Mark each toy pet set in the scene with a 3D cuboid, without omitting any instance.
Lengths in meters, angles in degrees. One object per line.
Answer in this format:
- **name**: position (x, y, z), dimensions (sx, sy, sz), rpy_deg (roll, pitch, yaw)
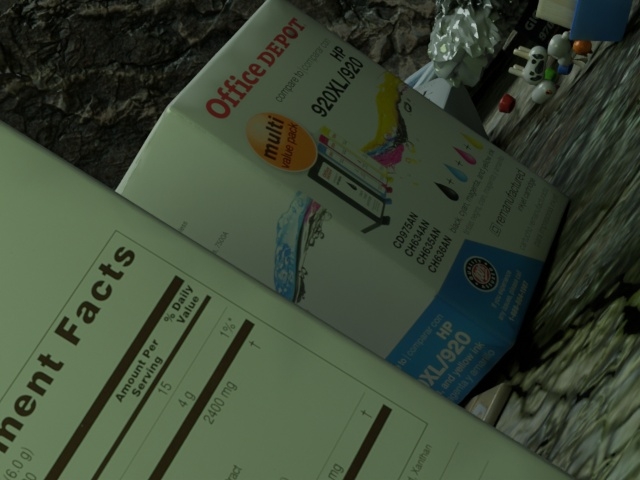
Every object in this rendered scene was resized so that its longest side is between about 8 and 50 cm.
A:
- **toy pet set**: position (0.203, -0.153, 1.019), dimensions (0.122, 0.065, 0.114), rpy_deg (-35, -37, -47)

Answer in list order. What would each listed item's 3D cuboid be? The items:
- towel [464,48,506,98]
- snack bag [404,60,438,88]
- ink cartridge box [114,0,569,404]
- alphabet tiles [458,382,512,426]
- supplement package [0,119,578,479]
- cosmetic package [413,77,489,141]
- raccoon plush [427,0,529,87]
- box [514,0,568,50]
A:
- **towel**: position (0.087, -0.088, 1.750), dimensions (0.370, 0.040, 0.271), rpy_deg (-48, 0, -22)
- **snack bag**: position (0.165, -0.234, 1.639), dimensions (0.323, 0.037, 0.342), rpy_deg (-44, -5, -43)
- **ink cartridge box**: position (0.000, 0.000, 0.820), dimensions (0.168, 0.232, 0.171), rpy_deg (-54, 2, 39)
- **alphabet tiles**: position (0.020, 0.197, 0.744), dimensions (0.237, 0.009, 0.198), rpy_deg (-59, 3, -21)
- **supplement package**: position (-0.081, 0.108, 0.546), dimensions (0.175, 0.293, 0.177), rpy_deg (-59, 2, -21)
- **cosmetic package**: position (-0.032, -0.018, 1.277), dimensions (0.377, 0.097, 0.284), rpy_deg (-22, 18, 18)
- **raccoon plush**: position (0.126, -0.395, 1.263), dimensions (0.216, 0.299, 0.446), rpy_deg (-53, 5, 48)
- **box**: position (0.265, -0.294, 1.369), dimensions (0.175, 0.051, 0.220), rpy_deg (-57, 3, 18)
